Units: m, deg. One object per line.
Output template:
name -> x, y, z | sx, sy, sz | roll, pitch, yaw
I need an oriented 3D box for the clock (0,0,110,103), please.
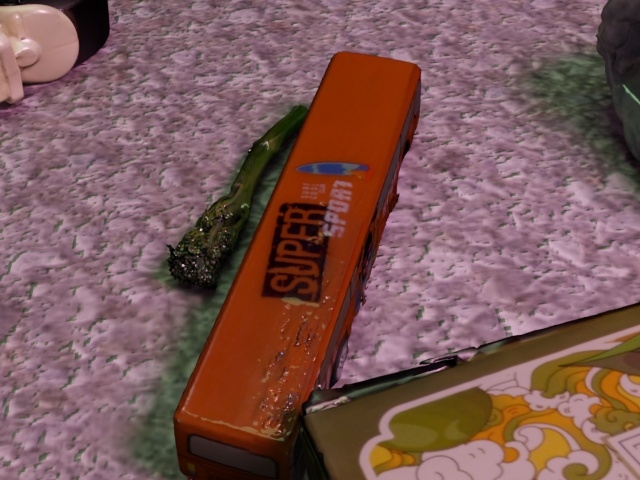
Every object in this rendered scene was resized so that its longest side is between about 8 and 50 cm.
clock -> -0.410, -0.274, 0.941 | 0.379, 0.120, 0.276 | 30, 50, 26

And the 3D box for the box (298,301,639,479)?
box -> 0.220, 0.183, 0.390 | 0.373, 0.138, 0.420 | -14, 29, -10

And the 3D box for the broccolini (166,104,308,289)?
broccolini -> -0.062, -0.045, 0.767 | 0.054, 0.051, 0.239 | 45, 44, -16

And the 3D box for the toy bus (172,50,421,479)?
toy bus -> 0.000, 0.000, 0.682 | 0.093, 0.092, 0.408 | 12, 50, 10

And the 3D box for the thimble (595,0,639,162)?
thimble -> 0.354, -0.144, 0.722 | 0.172, 0.205, 0.250 | -16, 44, -13
